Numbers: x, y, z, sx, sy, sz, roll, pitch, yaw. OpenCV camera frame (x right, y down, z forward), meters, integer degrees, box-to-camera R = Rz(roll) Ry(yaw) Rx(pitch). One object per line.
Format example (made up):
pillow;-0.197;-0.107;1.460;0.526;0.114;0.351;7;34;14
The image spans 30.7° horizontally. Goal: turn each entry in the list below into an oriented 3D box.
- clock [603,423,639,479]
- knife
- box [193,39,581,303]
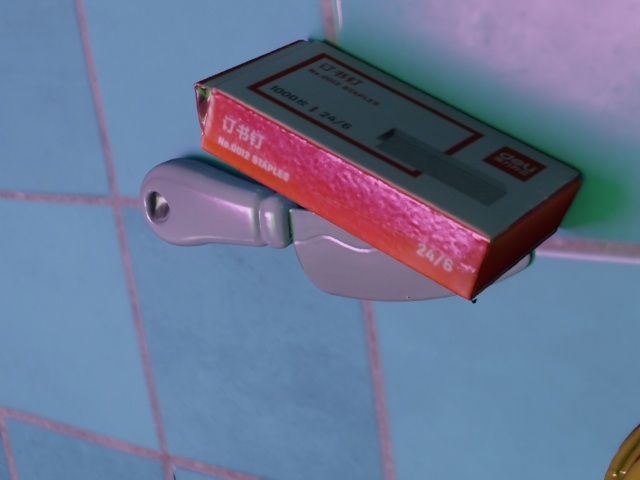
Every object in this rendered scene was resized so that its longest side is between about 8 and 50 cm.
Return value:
clock;0.277;0.209;0.727;0.237;0.057;0.237;16;117;33
knife;0.000;0.002;0.870;0.331;0.044;0.080;14;115;29
box;0.039;-0.055;0.754;0.229;0.123;0.050;31;128;25
